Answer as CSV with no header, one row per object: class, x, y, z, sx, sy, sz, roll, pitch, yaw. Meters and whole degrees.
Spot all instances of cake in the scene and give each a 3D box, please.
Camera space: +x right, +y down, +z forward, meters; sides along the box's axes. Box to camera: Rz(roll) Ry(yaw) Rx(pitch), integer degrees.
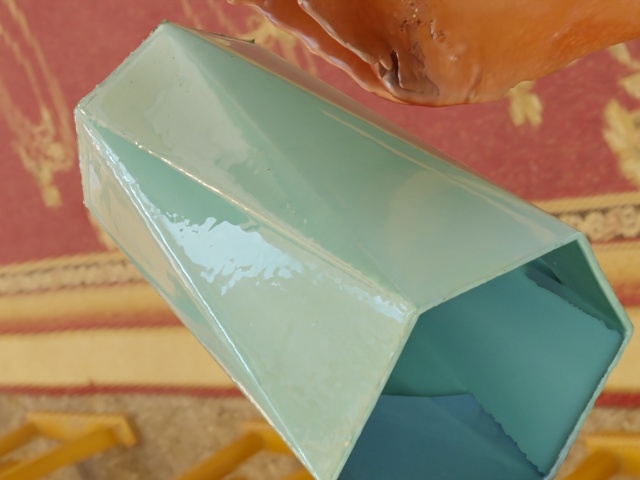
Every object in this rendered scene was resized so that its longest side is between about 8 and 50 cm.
cake,0.059,-0.168,0.479,0.098,0.135,0.287,-14,59,64

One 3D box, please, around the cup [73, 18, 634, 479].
cup,0.000,0.000,0.661,0.236,0.148,0.134,44,143,40
